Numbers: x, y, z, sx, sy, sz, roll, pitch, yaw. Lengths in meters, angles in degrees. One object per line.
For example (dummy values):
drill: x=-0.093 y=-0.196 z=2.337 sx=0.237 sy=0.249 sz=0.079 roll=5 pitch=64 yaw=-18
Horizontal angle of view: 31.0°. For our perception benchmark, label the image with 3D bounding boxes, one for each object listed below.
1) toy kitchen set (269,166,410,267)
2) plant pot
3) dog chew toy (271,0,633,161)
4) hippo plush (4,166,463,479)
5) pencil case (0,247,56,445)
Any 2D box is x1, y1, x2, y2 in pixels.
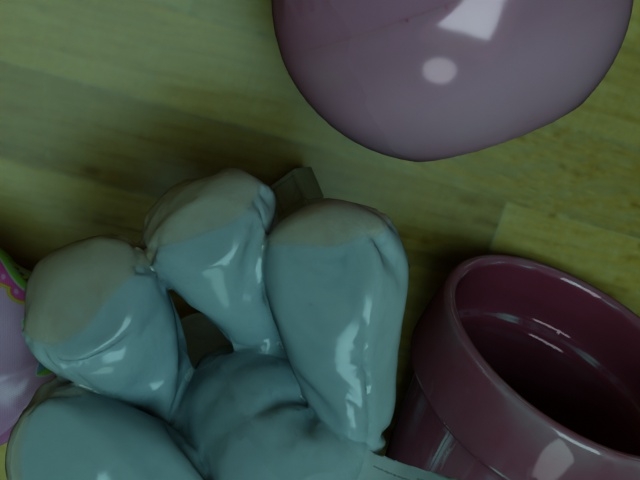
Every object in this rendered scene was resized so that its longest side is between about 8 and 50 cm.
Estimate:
toy kitchen set: x=0.000 y=0.000 z=0.792 sx=0.068 sy=0.075 sz=0.083 roll=-32 pitch=76 yaw=40
plant pot: x=0.131 y=0.138 z=0.780 sx=0.201 sy=0.201 sz=0.180 roll=20 pitch=120 yaw=-15
dog chew toy: x=0.045 y=-0.216 z=0.639 sx=0.207 sy=0.206 sz=0.331 roll=-22 pitch=103 yaw=-2
hippo plush: x=-0.022 y=0.092 z=0.705 sx=0.294 sy=0.236 sz=0.234 roll=25 pitch=87 yaw=8
pencil case: x=-0.276 y=0.013 z=0.701 sx=0.284 sy=0.124 sz=0.124 roll=38 pitch=99 yaw=-19
